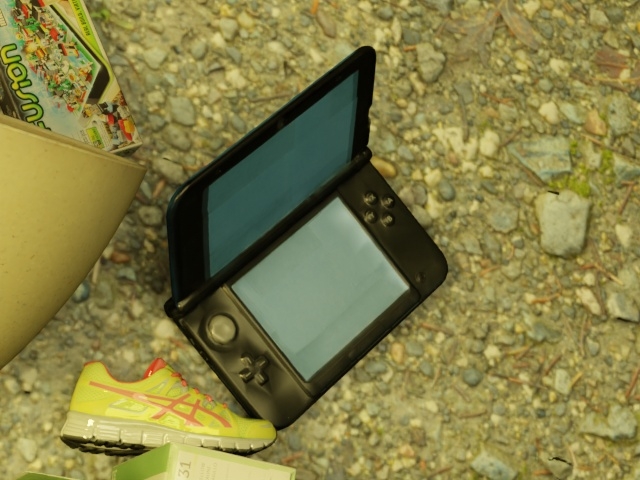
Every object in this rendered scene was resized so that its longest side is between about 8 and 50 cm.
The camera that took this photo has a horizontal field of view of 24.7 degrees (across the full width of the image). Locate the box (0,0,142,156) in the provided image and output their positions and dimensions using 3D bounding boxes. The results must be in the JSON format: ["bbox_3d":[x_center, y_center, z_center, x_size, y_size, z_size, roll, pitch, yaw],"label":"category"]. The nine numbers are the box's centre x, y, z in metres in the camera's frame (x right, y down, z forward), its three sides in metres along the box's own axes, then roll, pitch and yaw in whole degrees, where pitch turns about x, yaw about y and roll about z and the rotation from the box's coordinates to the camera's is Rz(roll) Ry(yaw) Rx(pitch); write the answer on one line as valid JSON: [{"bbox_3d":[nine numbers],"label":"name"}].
[{"bbox_3d":[-0.267,-0.168,1.443,0.114,0.036,0.207,-21,84,-29],"label":"box"}]

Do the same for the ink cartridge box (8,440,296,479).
[{"bbox_3d":[-0.163,0.215,1.300,0.235,0.171,0.056,17,67,-20],"label":"ink cartridge box"}]

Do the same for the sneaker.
[{"bbox_3d":[-0.137,0.158,1.382,0.208,0.081,0.094,11,68,-22],"label":"sneaker"}]

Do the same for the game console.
[{"bbox_3d":[0.000,0.000,1.444,0.293,0.173,0.250,-41,94,-29],"label":"game console"}]

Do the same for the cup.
[{"bbox_3d":[-0.339,-0.004,1.230,0.331,0.331,0.237,17,93,-20],"label":"cup"}]
